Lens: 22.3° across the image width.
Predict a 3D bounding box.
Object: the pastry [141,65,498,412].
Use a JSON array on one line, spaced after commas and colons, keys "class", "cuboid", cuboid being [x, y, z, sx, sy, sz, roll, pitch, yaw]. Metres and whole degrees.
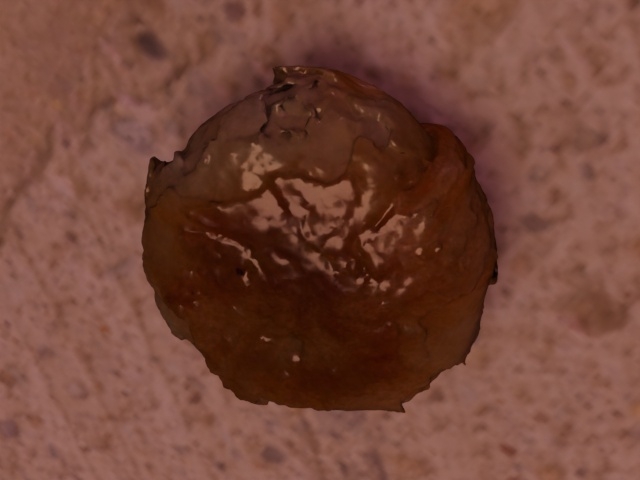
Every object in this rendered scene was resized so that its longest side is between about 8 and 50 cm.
[{"class": "pastry", "cuboid": [0.000, 0.004, 0.664, 0.153, 0.081, 0.153, 9, 118, 16]}]
